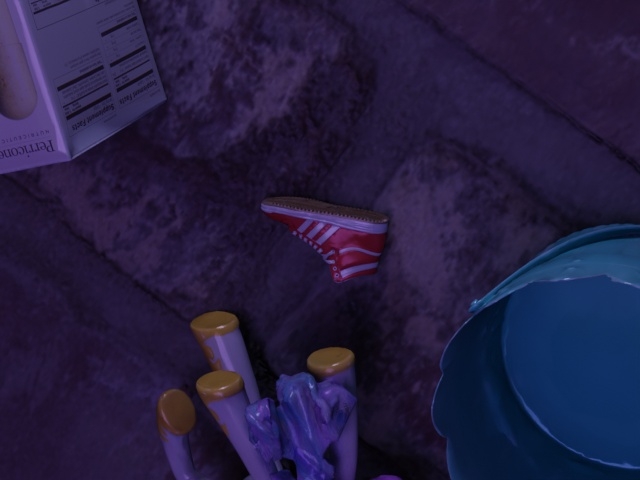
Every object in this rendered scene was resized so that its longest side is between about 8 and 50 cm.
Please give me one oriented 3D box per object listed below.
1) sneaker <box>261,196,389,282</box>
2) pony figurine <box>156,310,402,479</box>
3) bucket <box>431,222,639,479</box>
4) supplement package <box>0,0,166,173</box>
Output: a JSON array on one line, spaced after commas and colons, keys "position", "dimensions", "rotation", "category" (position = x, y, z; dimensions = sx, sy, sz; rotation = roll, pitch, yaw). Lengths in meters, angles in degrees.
[{"position": [0.000, 0.000, 1.435], "dimensions": [0.118, 0.042, 0.067], "rotation": [12, 110, 14], "category": "sneaker"}, {"position": [-0.006, 0.271, 1.440], "dimensions": [0.351, 0.303, 0.363], "rotation": [12, 121, 51], "category": "pony figurine"}, {"position": [0.245, 0.124, 1.312], "dimensions": [0.281, 0.183, 0.281], "rotation": [7, 112, 17], "category": "bucket"}, {"position": [-0.294, -0.202, 1.380], "dimensions": [0.199, 0.198, 0.262], "rotation": [-10, 106, 23], "category": "supplement package"}]
